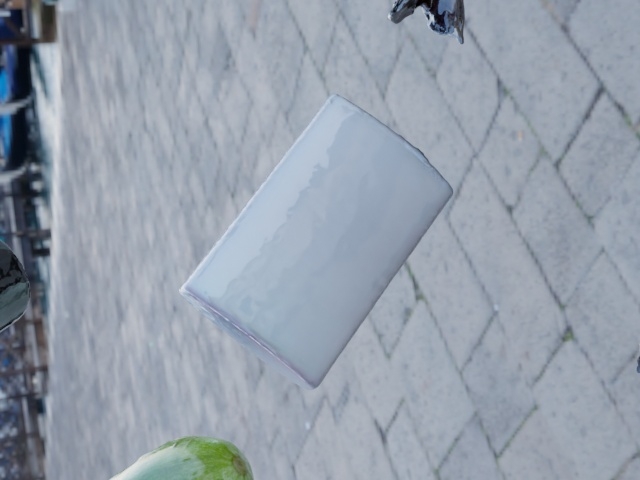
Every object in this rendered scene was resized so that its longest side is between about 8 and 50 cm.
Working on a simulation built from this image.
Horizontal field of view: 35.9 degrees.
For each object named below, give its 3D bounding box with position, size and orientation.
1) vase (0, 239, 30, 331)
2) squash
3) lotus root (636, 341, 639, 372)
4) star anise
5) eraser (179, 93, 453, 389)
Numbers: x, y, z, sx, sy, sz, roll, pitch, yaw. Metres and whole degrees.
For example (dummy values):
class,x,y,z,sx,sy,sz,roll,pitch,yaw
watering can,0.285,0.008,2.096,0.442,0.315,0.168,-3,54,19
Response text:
class,x,y,z,sx,sy,sz,roll,pitch,yaw
vase,-0.227,0.061,0.458,0.060,0.211,0.060,13,120,24
squash,-0.215,0.311,1.024,0.370,0.118,0.118,-35,58,26
lotus root,0.587,0.153,1.208,0.375,0.111,0.391,-21,77,35
star anise,0.180,-0.427,1.628,0.129,0.212,0.283,-53,4,49
eraser,0.000,0.000,1.046,0.174,0.270,0.095,37,162,-4
